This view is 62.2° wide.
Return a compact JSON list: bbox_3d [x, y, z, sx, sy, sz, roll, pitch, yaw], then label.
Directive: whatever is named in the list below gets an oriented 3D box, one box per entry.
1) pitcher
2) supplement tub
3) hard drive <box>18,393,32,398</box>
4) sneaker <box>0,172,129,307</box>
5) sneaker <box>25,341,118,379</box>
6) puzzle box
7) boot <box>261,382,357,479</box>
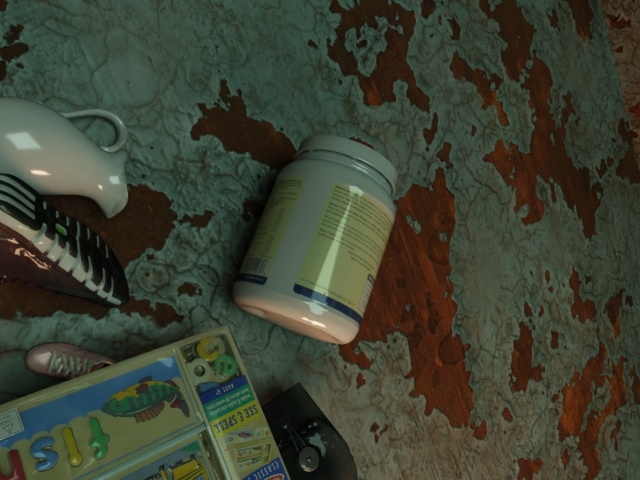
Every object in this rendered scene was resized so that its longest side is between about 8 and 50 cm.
[{"bbox_3d":[-0.386,-0.144,0.777,0.207,0.125,0.178,23,54,-43],"label":"pitcher"},{"bbox_3d":[0.000,0.000,0.966,0.235,0.235,0.325,30,72,-31],"label":"supplement tub"},{"bbox_3d":[-0.371,0.356,0.800,0.171,0.054,0.255,3,87,-36],"label":"hard drive"},{"bbox_3d":[-0.418,0.034,0.763,0.162,0.107,0.281,-28,137,4],"label":"sneaker"},{"bbox_3d":[-0.367,0.188,0.799,0.134,0.070,0.051,20,79,-33],"label":"sneaker"},{"bbox_3d":[-0.255,0.303,0.715,0.408,0.052,0.272,-16,77,-41],"label":"puzzle box"},{"bbox_3d":[-0.106,0.491,0.846,0.445,0.146,0.367,-22,81,-45],"label":"boot"}]
